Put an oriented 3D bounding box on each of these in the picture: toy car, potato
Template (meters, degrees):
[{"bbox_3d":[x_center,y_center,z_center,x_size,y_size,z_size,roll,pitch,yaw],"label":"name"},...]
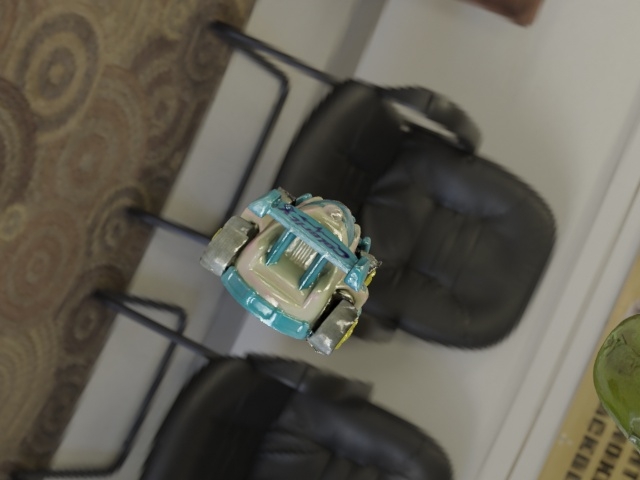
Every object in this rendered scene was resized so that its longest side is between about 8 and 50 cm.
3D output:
[{"bbox_3d":[0.000,0.000,0.960,0.098,0.126,0.161,-53,176,36],"label":"toy car"},{"bbox_3d":[0.415,0.183,1.357,0.148,0.253,0.186,-53,170,-33],"label":"potato"}]
